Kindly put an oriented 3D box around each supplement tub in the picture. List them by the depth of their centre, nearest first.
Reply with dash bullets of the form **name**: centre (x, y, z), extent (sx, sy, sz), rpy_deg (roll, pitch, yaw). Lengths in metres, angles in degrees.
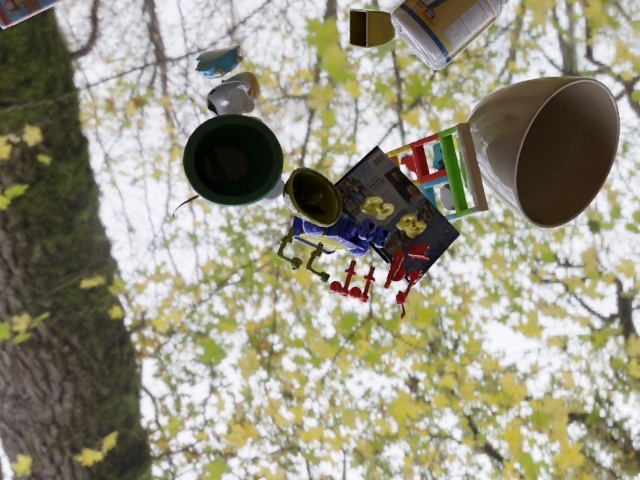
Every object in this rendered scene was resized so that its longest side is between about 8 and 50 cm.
- **supplement tub**: centre (0.246, -0.432, 1.738), extent (0.200, 0.144, 0.144), rpy_deg (-42, -138, 4)

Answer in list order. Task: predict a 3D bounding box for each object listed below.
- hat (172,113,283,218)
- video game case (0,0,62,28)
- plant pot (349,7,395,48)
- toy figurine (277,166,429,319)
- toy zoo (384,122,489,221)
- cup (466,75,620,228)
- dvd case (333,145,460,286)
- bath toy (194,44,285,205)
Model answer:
- **hat**: centre (-0.181, -0.137, 1.775), extent (0.209, 0.172, 0.183), rpy_deg (-1, 175, -7)
- **video game case**: centre (-0.392, -0.468, 1.381), extent (0.285, 0.204, 0.025), rpy_deg (-29, -168, -10)
- **plant pot**: centre (0.118, -0.466, 2.041), extent (0.083, 0.081, 0.081), rpy_deg (-10, -160, -26)
- **toy figurine**: centre (0.000, 0.000, 1.704), extent (0.217, 0.363, 0.191), rpy_deg (6, -104, 49)
- **toy zoo**: centre (0.233, -0.126, 2.038), extent (0.030, 0.192, 0.293), rpy_deg (-9, 176, -37)
- **cup**: centre (0.458, -0.219, 2.053), extent (0.331, 0.331, 0.237), rpy_deg (-34, -142, -21)
- **dvd case**: centre (0.145, -0.050, 1.859), extent (0.253, 0.022, 0.180), rpy_deg (47, -124, -1)
- **bath toy**: centre (-0.173, -0.242, 2.028), extent (0.129, 0.348, 0.151), rpy_deg (5, -151, 44)
